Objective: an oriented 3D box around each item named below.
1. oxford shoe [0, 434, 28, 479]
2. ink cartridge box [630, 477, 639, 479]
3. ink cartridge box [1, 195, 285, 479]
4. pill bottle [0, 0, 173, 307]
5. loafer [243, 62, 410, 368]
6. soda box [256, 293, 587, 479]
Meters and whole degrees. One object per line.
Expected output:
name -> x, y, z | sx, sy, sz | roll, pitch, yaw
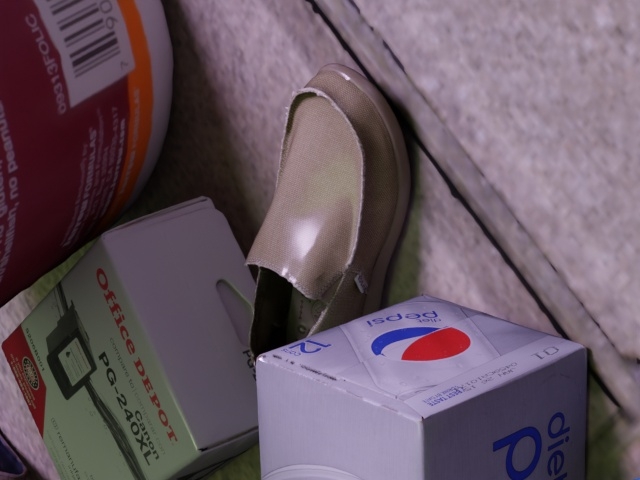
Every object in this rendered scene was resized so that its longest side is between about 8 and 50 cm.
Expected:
oxford shoe -> -0.261, 0.072, 1.029 | 0.271, 0.097, 0.098 | 48, 115, 20
ink cartridge box -> 0.132, 0.116, 0.607 | 0.083, 0.028, 0.048 | -157, 56, -71
ink cartridge box -> -0.082, 0.062, 0.816 | 0.150, 0.063, 0.109 | -41, 72, 55
pill bottle -> -0.244, -0.024, 0.687 | 0.224, 0.392, 0.224 | 11, 117, 23
loafer -> 0.000, 0.000, 0.719 | 0.056, 0.050, 0.148 | 24, 123, 39
soda box -> 0.043, 0.175, 0.703 | 0.091, 0.098, 0.286 | 17, 116, 44
